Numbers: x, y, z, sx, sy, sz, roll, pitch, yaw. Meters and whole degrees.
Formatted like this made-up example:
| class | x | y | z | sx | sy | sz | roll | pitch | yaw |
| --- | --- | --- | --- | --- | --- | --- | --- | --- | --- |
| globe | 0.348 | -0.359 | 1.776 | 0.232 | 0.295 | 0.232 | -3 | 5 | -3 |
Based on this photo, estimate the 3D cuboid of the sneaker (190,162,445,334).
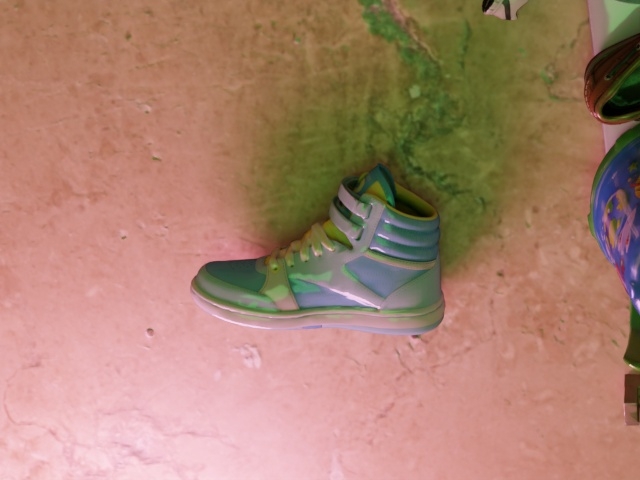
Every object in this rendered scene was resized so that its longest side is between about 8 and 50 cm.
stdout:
| class | x | y | z | sx | sy | sz | roll | pitch | yaw |
| --- | --- | --- | --- | --- | --- | --- | --- | --- | --- |
| sneaker | 0.000 | 0.000 | 1.651 | 0.319 | 0.127 | 0.208 | 2 | 116 | -2 |

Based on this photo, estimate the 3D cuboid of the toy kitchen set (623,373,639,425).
| class | x | y | z | sx | sy | sz | roll | pitch | yaw |
| --- | --- | --- | --- | --- | --- | --- | --- | --- | --- |
| toy kitchen set | 0.427 | 0.215 | 1.694 | 0.083 | 0.075 | 0.068 | -2 | 114 | 15 |

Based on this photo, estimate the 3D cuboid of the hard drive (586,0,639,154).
| class | x | y | z | sx | sy | sz | roll | pitch | yaw |
| --- | --- | --- | --- | --- | --- | --- | --- | --- | --- |
| hard drive | 0.424 | -0.178 | 1.547 | 0.203 | 0.040 | 0.307 | -7 | 112 | 12 |

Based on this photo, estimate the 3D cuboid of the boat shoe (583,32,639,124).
| class | x | y | z | sx | sy | sz | roll | pitch | yaw |
| --- | --- | --- | --- | --- | --- | --- | --- | --- | --- |
| boat shoe | 0.429 | -0.213 | 1.449 | 0.307 | 0.104 | 0.110 | -34 | 104 | 21 |

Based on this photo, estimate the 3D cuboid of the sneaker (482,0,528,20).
| class | x | y | z | sx | sy | sz | roll | pitch | yaw |
| --- | --- | --- | --- | --- | --- | --- | --- | --- | --- |
| sneaker | 0.228 | -0.300 | 1.532 | 0.044 | 0.040 | 0.109 | 22 | 120 | -18 |

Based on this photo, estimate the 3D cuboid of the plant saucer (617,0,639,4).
| class | x | y | z | sx | sy | sz | roll | pitch | yaw |
| --- | --- | --- | --- | --- | --- | --- | --- | --- | --- |
| plant saucer | 0.351 | -0.352 | 1.438 | 0.195 | 0.037 | 0.195 | 0 | 117 | 0 |

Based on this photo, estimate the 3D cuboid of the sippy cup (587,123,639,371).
| class | x | y | z | sx | sy | sz | roll | pitch | yaw |
| --- | --- | --- | --- | --- | --- | --- | --- | --- | --- |
| sippy cup | 0.418 | -0.002 | 1.479 | 0.240 | 0.224 | 0.305 | -17 | 110 | 16 |
